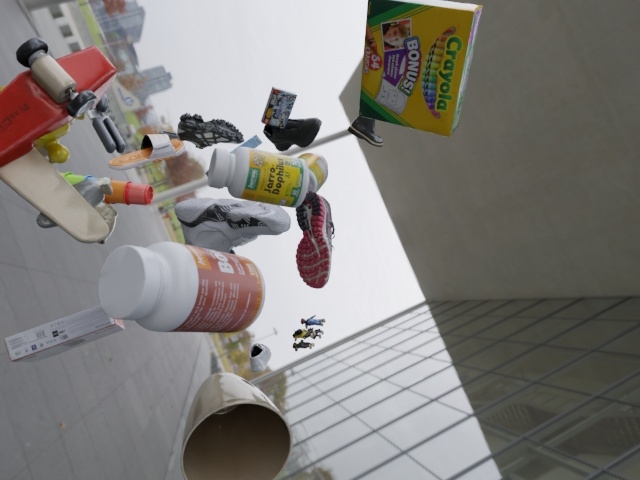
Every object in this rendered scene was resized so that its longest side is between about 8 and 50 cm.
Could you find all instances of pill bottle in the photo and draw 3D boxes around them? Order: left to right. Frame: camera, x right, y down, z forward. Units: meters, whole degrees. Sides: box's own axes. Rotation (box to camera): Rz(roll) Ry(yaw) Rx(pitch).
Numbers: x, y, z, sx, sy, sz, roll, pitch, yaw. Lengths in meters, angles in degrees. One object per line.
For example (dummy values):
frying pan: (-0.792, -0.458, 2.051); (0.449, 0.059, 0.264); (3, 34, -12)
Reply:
pill bottle: (-0.185, 0.067, 0.701); (0.216, 0.121, 0.121); (17, 39, -57)
pill bottle: (-0.141, -0.145, 1.136); (0.118, 0.209, 0.117); (-171, -90, -68)
pill bottle: (-0.050, -0.230, 1.770); (0.245, 0.137, 0.136); (-58, 134, -63)

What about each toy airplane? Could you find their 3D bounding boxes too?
toy airplane: (-0.597, -0.191, 0.977); (0.272, 0.385, 0.385); (-161, -107, -77)

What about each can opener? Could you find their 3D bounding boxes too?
can opener: (-0.785, -0.430, 1.829); (0.093, 0.074, 0.280); (-51, -118, 39)

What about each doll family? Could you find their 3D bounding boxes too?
doll family: (-0.057, 0.375, 2.063); (0.112, 0.193, 0.075); (-8, -73, 34)

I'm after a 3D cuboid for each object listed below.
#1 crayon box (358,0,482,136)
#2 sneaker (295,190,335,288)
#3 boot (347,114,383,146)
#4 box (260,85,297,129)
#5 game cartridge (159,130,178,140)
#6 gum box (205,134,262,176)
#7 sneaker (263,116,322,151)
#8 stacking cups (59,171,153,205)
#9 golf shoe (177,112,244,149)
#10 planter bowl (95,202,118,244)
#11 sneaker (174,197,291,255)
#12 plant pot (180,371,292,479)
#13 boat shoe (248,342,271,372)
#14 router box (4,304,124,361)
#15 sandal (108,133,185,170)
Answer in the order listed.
crayon box: (0.289, -0.530, 1.532); (0.313, 0.106, 0.362); (20, -51, 23)
sneaker: (0.000, 0.000, 1.553); (0.112, 0.121, 0.298); (17, 70, -57)
boot: (0.227, -0.488, 2.161); (0.137, 0.198, 0.076); (-55, -133, 22)
box: (-0.151, -0.481, 1.838); (0.136, 0.094, 0.027); (-67, -148, 26)
game cartridge: (-0.633, -0.436, 2.112); (0.056, 0.084, 0.017); (145, -50, -65)
gum box: (-0.309, -0.291, 1.788); (0.041, 0.184, 0.157); (54, -25, -9)
sneaker: (-0.117, -0.426, 1.967); (0.287, 0.108, 0.130); (-9, -32, 44)
stacking cups: (-0.670, -0.145, 1.522); (0.096, 0.317, 0.095); (9, 90, -88)
golf shoe: (-0.327, -0.313, 1.497); (0.094, 0.198, 0.077); (-51, -142, 41)
planter bowl: (-0.756, -0.080, 1.700); (0.162, 0.109, 0.162); (28, -27, 16)
sneaker: (-0.241, -0.003, 1.420); (0.366, 0.137, 0.210); (7, -68, 25)
plant pot: (-0.230, 0.450, 1.273); (0.274, 0.257, 0.256); (-143, -146, -66)
boat shoe: (-0.205, 0.371, 1.659); (0.184, 0.066, 0.063); (-70, 147, -78)
router box: (-0.902, 0.336, 1.827); (0.082, 0.336, 0.301); (68, -18, 7)
sandal: (-0.566, -0.302, 1.656); (0.102, 0.265, 0.076); (34, -42, 37)
